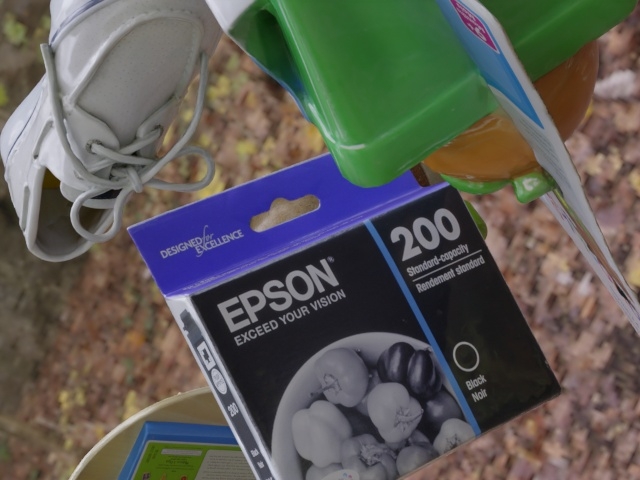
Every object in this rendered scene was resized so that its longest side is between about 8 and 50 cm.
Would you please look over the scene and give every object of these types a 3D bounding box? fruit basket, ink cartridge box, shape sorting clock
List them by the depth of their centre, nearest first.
[{"bbox_3d":[0.050,-0.102,0.764,0.165,0.353,0.327,-31,54,1],"label":"fruit basket"},{"bbox_3d":[0.019,0.043,0.909,0.206,0.208,0.045,-23,-10,-31],"label":"ink cartridge box"},{"bbox_3d":[-0.097,0.187,1.110,0.206,0.206,0.040,-59,41,14],"label":"shape sorting clock"}]

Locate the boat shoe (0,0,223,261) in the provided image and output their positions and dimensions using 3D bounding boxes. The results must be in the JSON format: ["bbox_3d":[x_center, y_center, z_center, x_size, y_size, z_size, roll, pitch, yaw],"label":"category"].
[{"bbox_3d":[-0.160,-0.076,1.142,0.367,0.136,0.156,-42,54,52],"label":"boat shoe"}]

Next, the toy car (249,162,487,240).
[{"bbox_3d":[0.000,0.000,1.106,0.155,0.188,0.149,54,162,27],"label":"toy car"}]
